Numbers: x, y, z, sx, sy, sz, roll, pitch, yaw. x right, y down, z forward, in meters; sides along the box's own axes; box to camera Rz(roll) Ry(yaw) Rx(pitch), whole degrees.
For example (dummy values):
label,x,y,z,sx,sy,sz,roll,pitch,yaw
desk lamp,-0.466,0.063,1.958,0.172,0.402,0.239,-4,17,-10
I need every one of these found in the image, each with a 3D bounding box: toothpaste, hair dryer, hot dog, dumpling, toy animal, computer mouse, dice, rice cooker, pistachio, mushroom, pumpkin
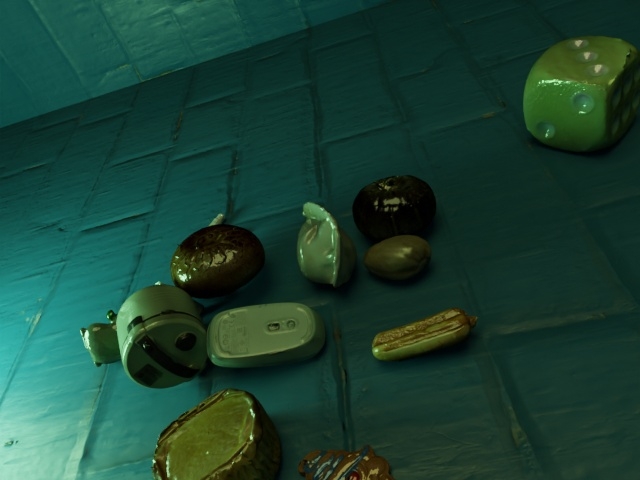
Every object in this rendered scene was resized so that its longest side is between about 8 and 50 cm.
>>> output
label,x,y,z,sx,sy,sz,roll,pitch,yaw
toothpaste,-0.380,-0.017,1.731,0.048,0.031,0.190,12,54,29
hair dryer,-0.442,0.161,1.497,0.183,0.155,0.044,7,64,50
hot dog,0.238,0.221,1.166,0.249,0.076,0.102,-22,13,11
dumpling,-0.004,0.003,1.397,0.243,0.226,0.175,14,37,39
toy animal,-0.528,0.253,1.460,0.251,0.127,0.125,-18,23,-13
computer mouse,-0.132,0.239,1.278,0.289,0.097,0.159,-8,51,-3
dice,0.760,-0.426,1.502,0.250,0.254,0.252,22,59,42
rice cooker,-0.400,0.248,1.311,0.226,0.226,0.244,-33,36,-12
pistachio,0.197,0.045,1.349,0.186,0.108,0.126,-11,64,24
mushroom,-0.291,0.050,1.475,0.297,0.163,0.278,4,24,35
pumpkin,0.204,-0.097,1.453,0.238,0.159,0.238,-20,26,10

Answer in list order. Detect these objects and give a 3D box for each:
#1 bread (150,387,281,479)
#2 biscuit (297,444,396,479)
label,x,y,z,sx,sy,sz,roll,pitch,yaw
bread,-0.215,0.446,1.081,0.254,0.142,0.227,-30,43,-4
biscuit,0.071,0.487,0.994,0.280,0.043,0.183,13,55,38
